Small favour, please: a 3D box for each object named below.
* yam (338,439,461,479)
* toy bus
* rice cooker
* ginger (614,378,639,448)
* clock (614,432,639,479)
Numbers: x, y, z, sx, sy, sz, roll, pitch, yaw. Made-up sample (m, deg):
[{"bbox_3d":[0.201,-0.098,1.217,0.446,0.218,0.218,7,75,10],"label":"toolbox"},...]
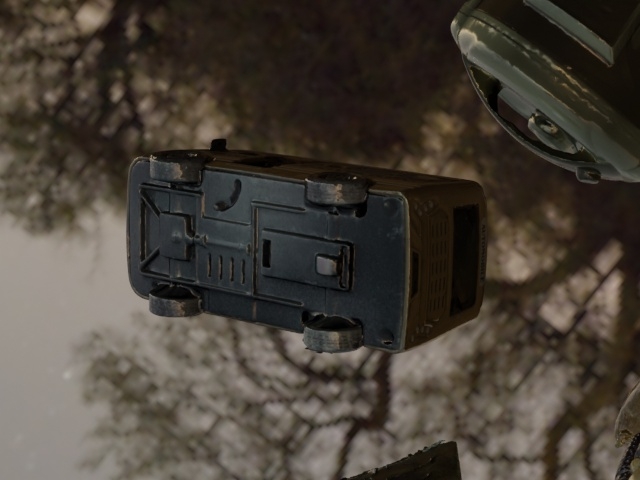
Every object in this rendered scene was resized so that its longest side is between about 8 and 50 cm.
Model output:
[{"bbox_3d":[0.050,0.359,2.054,0.201,0.271,0.202,63,-166,-84],"label":"yam"},{"bbox_3d":[-0.015,-0.002,1.415,0.289,0.139,0.157,8,-167,38],"label":"toy bus"},{"bbox_3d":[0.356,-0.257,2.267,0.335,0.325,0.335,39,-176,-3],"label":"rice cooker"},{"bbox_3d":[0.363,0.122,1.680,0.086,0.294,0.131,5,-123,-17],"label":"ginger"},{"bbox_3d":[0.306,0.255,1.406,0.194,0.195,0.100,21,161,23],"label":"clock"}]
